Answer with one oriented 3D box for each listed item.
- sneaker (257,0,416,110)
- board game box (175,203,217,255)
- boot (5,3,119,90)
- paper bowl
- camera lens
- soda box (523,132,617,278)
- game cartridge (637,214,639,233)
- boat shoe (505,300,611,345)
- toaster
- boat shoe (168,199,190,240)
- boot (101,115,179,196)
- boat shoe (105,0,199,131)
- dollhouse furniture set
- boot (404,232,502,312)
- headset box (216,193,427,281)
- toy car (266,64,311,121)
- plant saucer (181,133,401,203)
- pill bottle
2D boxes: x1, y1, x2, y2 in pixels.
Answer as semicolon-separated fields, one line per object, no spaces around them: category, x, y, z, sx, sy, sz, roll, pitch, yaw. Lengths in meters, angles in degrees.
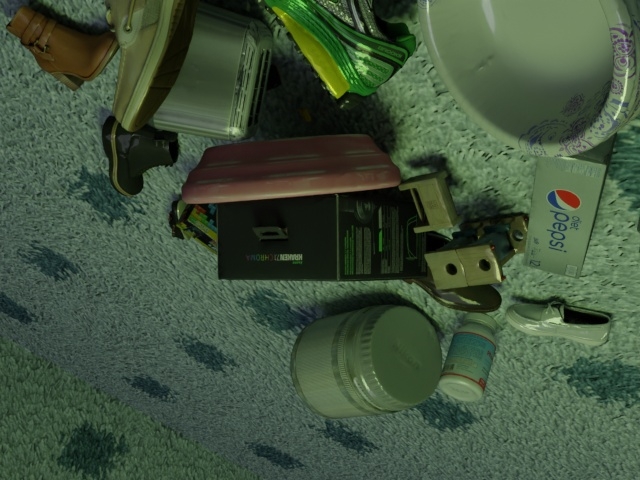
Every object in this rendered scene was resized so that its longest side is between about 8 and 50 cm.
sneaker;-0.009;-0.335;1.109;0.146;0.134;0.343;-33;118;14
board game box;-0.159;-0.039;1.641;0.170;0.141;0.048;38;149;-25
boot;-0.412;-0.322;1.431;0.152;0.073;0.197;43;142;-24
paper bowl;0.249;-0.244;0.957;0.284;0.148;0.284;40;151;28
camera lens;0.087;0.253;1.865;0.219;0.219;0.274;38;147;-25
soda box;0.354;-0.065;1.287;0.091;0.098;0.286;15;149;17
game cartridge;0.428;-0.091;0.994;0.060;0.196;0.294;11;173;4
boat shoe;0.426;0.139;1.609;0.184;0.066;0.063;17;136;16
toaster;-0.156;-0.230;1.274;0.146;0.227;0.129;13;-168;7
boat shoe;-0.289;-0.041;1.820;0.042;0.049;0.133;11;154;5
boot;-0.319;-0.139;1.666;0.137;0.077;0.198;12;150;9
boat shoe;-0.218;-0.289;1.145;0.098;0.109;0.302;23;109;3
dollhouse furniture set;0.237;-0.036;1.429;0.129;0.129;0.184;-9;108;43
boot;0.228;0.057;1.591;0.219;0.082;0.106;23;153;4
headset box;0.000;0.000;1.463;0.246;0.131;0.283;-1;179;38
toy car;-0.072;-0.217;1.382;0.122;0.060;0.040;52;172;-30
plant saucer;-0.046;-0.110;1.362;0.332;0.084;0.332;-4;-176;0
pill bottle;0.289;0.222;1.735;0.087;0.160;0.087;17;150;10
